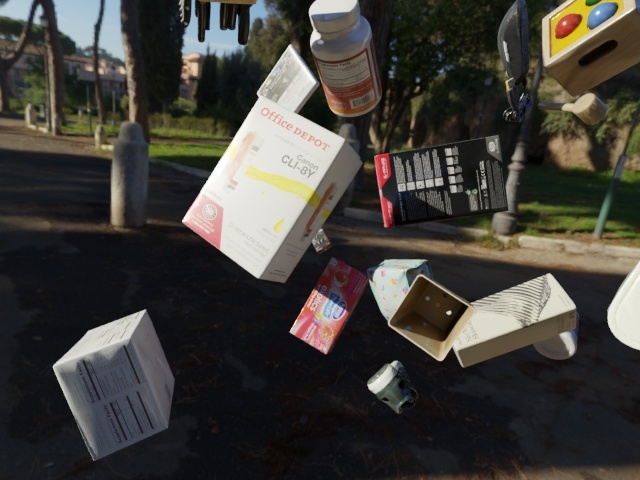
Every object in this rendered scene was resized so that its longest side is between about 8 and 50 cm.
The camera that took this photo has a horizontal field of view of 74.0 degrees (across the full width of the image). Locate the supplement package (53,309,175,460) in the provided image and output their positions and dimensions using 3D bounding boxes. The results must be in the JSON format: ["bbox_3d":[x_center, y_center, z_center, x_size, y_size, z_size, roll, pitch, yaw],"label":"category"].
[{"bbox_3d":[-0.428,0.294,0.925,0.145,0.204,0.262,-20,8,-14],"label":"supplement package"}]

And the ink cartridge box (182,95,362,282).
[{"bbox_3d":[-0.121,-0.128,1.085,0.279,0.384,0.160,33,2,21],"label":"ink cartridge box"}]

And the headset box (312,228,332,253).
[{"bbox_3d":[0.000,0.000,1.616,0.083,0.062,0.032,62,8,25],"label":"headset box"}]

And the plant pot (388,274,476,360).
[{"bbox_3d":[0.202,0.126,0.754,0.109,0.109,0.096,34,16,17],"label":"plant pot"}]

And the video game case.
[{"bbox_3d":[-0.102,-0.458,1.285,0.022,0.190,0.173,-2,55,-49],"label":"video game case"}]

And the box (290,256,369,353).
[{"bbox_3d":[0.032,0.195,1.271,0.128,0.256,0.122,29,-8,11],"label":"box"}]

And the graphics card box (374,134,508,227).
[{"bbox_3d":[0.368,-0.177,1.315,0.371,0.232,0.094,-9,1,11],"label":"graphics card box"}]

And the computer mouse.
[{"bbox_3d":[0.433,-0.399,0.972,0.060,0.262,0.184,3,33,35],"label":"computer mouse"}]

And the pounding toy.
[{"bbox_3d":[0.388,-0.275,0.637,0.094,0.206,0.181,30,-31,-22],"label":"pounding toy"}]

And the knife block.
[{"bbox_3d":[-0.132,-0.442,0.672,0.276,0.088,0.242,-23,-23,24],"label":"knife block"}]

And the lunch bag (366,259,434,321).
[{"bbox_3d":[0.326,0.212,1.645,0.160,0.262,0.223,-22,10,-34],"label":"lunch bag"}]

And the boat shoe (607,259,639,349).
[{"bbox_3d":[0.516,0.010,0.576,0.116,0.319,0.099,40,20,34],"label":"boat shoe"}]

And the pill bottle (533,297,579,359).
[{"bbox_3d":[0.703,0.249,1.262,0.112,0.112,0.186,16,40,25],"label":"pill bottle"}]

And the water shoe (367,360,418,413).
[{"bbox_3d":[0.135,0.273,0.776,0.080,0.073,0.203,48,4,21],"label":"water shoe"}]

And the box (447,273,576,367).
[{"bbox_3d":[0.437,0.190,1.001,0.275,0.094,0.113,-23,43,7],"label":"box"}]

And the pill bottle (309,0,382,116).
[{"bbox_3d":[0.050,-0.366,0.849,0.121,0.216,0.121,-8,56,12],"label":"pill bottle"}]
